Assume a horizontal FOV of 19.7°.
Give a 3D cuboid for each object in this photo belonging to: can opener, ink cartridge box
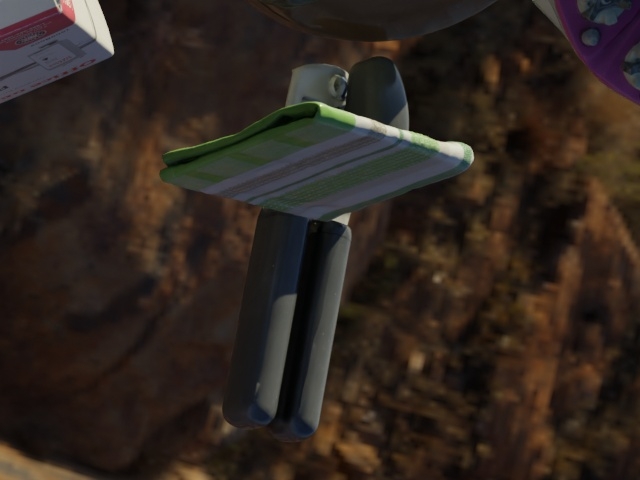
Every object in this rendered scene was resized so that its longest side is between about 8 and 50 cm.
[{"bbox_3d":[0.000,0.000,1.320,0.076,0.095,0.283,21,70,-32],"label":"can opener"},{"bbox_3d":[-0.343,-0.224,1.889,0.283,0.207,0.117,35,33,-84],"label":"ink cartridge box"}]

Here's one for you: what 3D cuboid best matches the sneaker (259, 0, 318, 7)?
[{"bbox_3d":[-0.042,-0.327,1.065,0.145,0.147,0.384,-14,111,-5],"label":"sneaker"}]

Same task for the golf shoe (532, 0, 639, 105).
[{"bbox_3d":[0.113,-0.180,0.887,0.115,0.140,0.306,-42,115,7],"label":"golf shoe"}]

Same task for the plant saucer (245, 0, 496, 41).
[{"bbox_3d":[0.056,-0.237,1.267,0.278,0.278,0.041,53,15,-48],"label":"plant saucer"}]

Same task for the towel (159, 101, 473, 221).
[{"bbox_3d":[0.000,-0.045,1.004,0.152,0.113,0.023,14,62,-54],"label":"towel"}]
